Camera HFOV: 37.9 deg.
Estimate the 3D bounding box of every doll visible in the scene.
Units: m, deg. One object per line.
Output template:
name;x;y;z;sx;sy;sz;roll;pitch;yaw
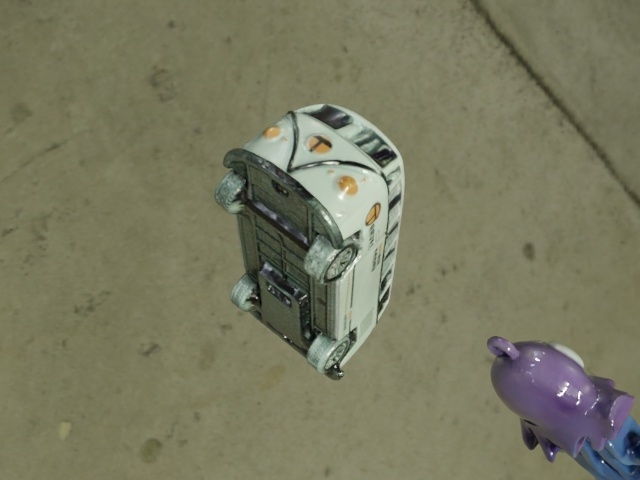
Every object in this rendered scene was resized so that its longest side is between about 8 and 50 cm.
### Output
doll;0.182;0.129;0.627;0.206;0.110;0.067;44;67;-17

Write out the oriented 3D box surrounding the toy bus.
toy bus;0.000;0.000;0.542;0.089;0.087;0.194;-44;157;-23
